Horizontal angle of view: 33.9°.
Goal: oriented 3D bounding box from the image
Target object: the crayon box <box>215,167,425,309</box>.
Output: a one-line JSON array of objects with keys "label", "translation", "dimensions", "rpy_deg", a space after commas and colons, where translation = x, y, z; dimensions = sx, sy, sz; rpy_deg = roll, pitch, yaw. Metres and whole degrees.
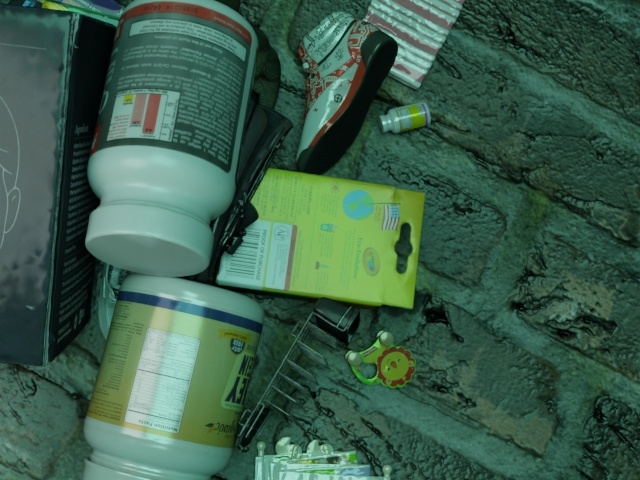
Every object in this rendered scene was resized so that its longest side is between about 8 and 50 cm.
[{"label": "crayon box", "translation": [0.000, 0.000, 1.711], "dimensions": [0.319, 0.081, 0.202], "rpy_deg": [9, 81, -5]}]

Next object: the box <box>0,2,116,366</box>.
[{"label": "box", "translation": [-0.566, -0.106, 1.482], "dimensions": [0.480, 0.297, 0.471], "rpy_deg": [7, 99, -2]}]

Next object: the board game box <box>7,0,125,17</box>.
[{"label": "board game box", "translation": [-0.422, -0.360, 1.725], "dimensions": [0.170, 0.048, 0.141], "rpy_deg": [32, 81, -2]}]

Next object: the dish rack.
[{"label": "dish rack", "translation": [-0.037, 0.215, 1.621], "dimensions": [0.074, 0.208, 0.271], "rpy_deg": [31, 81, 9]}]

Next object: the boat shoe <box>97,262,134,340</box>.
[{"label": "boat shoe", "translation": [-0.318, 0.078, 1.671], "dimensions": [0.066, 0.063, 0.184], "rpy_deg": [8, 81, -6]}]

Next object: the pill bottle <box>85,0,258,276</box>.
[{"label": "pill bottle", "translation": [-0.214, -0.147, 1.490], "dimensions": [0.210, 0.210, 0.362], "rpy_deg": [10, 69, -5]}]

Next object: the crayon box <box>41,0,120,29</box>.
[{"label": "crayon box", "translation": [-0.377, -0.223, 1.659], "dimensions": [0.165, 0.081, 0.278], "rpy_deg": [14, 98, -4]}]

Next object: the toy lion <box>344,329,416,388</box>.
[{"label": "toy lion", "translation": [0.103, 0.203, 1.724], "dimensions": [0.100, 0.034, 0.096], "rpy_deg": [-31, 95, -10]}]

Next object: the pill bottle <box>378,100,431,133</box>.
[{"label": "pill bottle", "translation": [0.141, -0.206, 1.774], "dimensions": [0.083, 0.043, 0.043], "rpy_deg": [-15, 84, -8]}]

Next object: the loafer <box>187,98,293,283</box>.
[{"label": "loafer", "translation": [-0.122, -0.071, 1.616], "dimensions": [0.095, 0.109, 0.302], "rpy_deg": [18, 77, -8]}]

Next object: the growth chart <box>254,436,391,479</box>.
[{"label": "growth chart", "translation": [0.004, 0.409, 1.687], "dimensions": [0.237, 0.021, 0.171], "rpy_deg": [10, 81, -5]}]

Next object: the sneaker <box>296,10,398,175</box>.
[{"label": "sneaker", "translation": [0.008, -0.248, 1.750], "dimensions": [0.145, 0.090, 0.270], "rpy_deg": [39, 105, 32]}]

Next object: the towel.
[{"label": "towel", "translation": [0.148, -0.372, 1.808], "dimensions": [0.144, 0.029, 0.197], "rpy_deg": [28, 83, -2]}]

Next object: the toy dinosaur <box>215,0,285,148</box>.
[{"label": "toy dinosaur", "translation": [-0.123, -0.298, 1.714], "dimensions": [0.313, 0.121, 0.160], "rpy_deg": [48, 46, -12]}]

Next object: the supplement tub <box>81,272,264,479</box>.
[{"label": "supplement tub", "translation": [-0.224, 0.223, 1.580], "dimensions": [0.228, 0.228, 0.316], "rpy_deg": [14, 81, -5]}]
